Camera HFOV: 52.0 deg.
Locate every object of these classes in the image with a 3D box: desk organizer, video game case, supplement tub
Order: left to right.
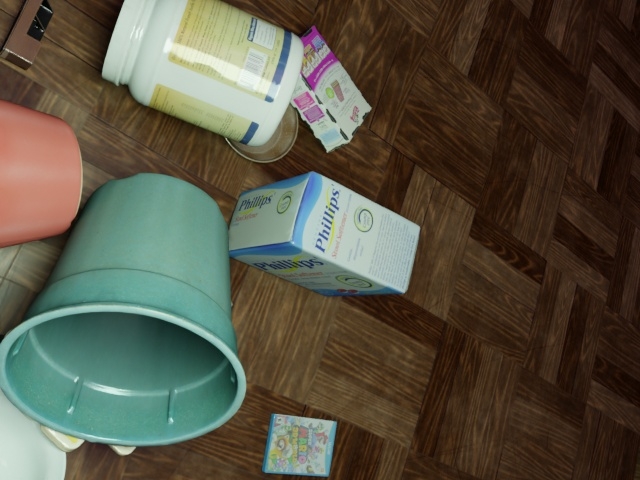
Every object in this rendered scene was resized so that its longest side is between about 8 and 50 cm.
[{"bbox_3d":[-0.503,-0.365,1.133,0.050,0.047,0.130,28,70,-33],"label":"desk organizer"},{"bbox_3d":[-0.214,-0.327,1.203,0.316,0.228,0.228,20,73,-18],"label":"supplement tub"},{"bbox_3d":[-0.042,0.439,1.402,0.166,0.015,0.119,17,75,-34],"label":"video game case"}]

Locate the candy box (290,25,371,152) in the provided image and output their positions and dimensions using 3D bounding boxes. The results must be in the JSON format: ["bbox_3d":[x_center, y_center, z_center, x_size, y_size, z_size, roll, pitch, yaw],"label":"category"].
[{"bbox_3d":[0.001,-0.335,1.456,0.233,0.071,0.159,52,43,-19],"label":"candy box"}]

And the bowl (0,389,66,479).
[{"bbox_3d":[-0.537,0.335,0.941,0.298,0.134,0.297,33,25,-18],"label":"bowl"}]

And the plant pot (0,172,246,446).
[{"bbox_3d":[-0.281,0.091,1.037,0.341,0.341,0.334,33,33,-29],"label":"plant pot"}]

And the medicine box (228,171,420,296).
[{"bbox_3d":[0.000,0.000,1.323,0.289,0.264,0.149,24,71,-32],"label":"medicine box"}]

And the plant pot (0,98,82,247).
[{"bbox_3d":[-0.515,-0.100,0.984,0.243,0.275,0.274,-3,87,-46],"label":"plant pot"}]

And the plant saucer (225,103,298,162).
[{"bbox_3d":[-0.138,-0.261,1.392,0.199,0.036,0.198,5,82,-36],"label":"plant saucer"}]

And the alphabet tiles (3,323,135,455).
[{"bbox_3d":[-0.372,0.212,1.106,0.278,0.021,0.284,47,39,-4],"label":"alphabet tiles"}]

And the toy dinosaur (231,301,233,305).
[{"bbox_3d":[-0.272,0.145,1.252,0.212,0.064,0.112,3,52,-32],"label":"toy dinosaur"}]

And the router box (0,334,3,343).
[{"bbox_3d":[-0.572,0.166,0.953,0.179,0.133,0.046,17,106,-20],"label":"router box"}]
